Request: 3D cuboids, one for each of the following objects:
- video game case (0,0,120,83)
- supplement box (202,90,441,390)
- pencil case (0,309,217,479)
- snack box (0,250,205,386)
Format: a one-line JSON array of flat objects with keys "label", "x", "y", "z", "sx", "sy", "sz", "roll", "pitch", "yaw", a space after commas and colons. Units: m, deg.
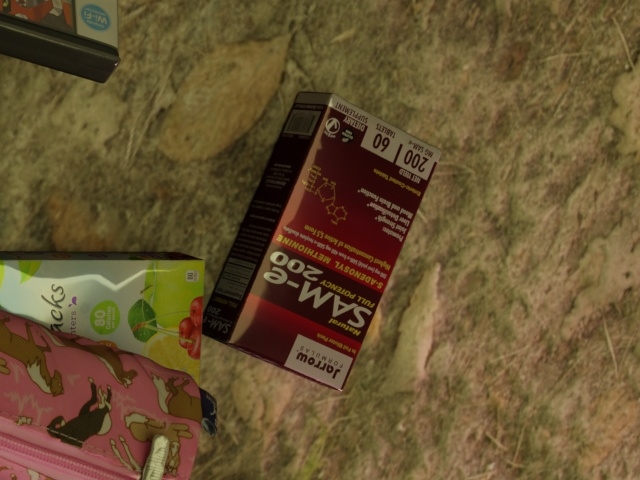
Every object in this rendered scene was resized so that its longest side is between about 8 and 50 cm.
[{"label": "video game case", "x": -0.284, "y": -0.261, "z": 1.341, "sx": 0.275, "sy": 0.035, "sz": 0.248, "roll": 15, "pitch": 52, "yaw": -27}, {"label": "supplement box", "x": 0.000, "y": 0.000, "z": 1.568, "sx": 0.130, "sy": 0.073, "sz": 0.239, "roll": 25, "pitch": 85, "yaw": -27}, {"label": "pencil case", "x": -0.267, "y": 0.113, "z": 1.298, "sx": 0.386, "sy": 0.167, "sz": 0.160, "roll": 26, "pitch": 54, "yaw": -31}, {"label": "snack box", "x": -0.207, "y": 0.098, "z": 1.475, "sx": 0.207, "sy": 0.070, "sz": 0.174, "roll": 0, "pitch": 96, "yaw": -25}]
